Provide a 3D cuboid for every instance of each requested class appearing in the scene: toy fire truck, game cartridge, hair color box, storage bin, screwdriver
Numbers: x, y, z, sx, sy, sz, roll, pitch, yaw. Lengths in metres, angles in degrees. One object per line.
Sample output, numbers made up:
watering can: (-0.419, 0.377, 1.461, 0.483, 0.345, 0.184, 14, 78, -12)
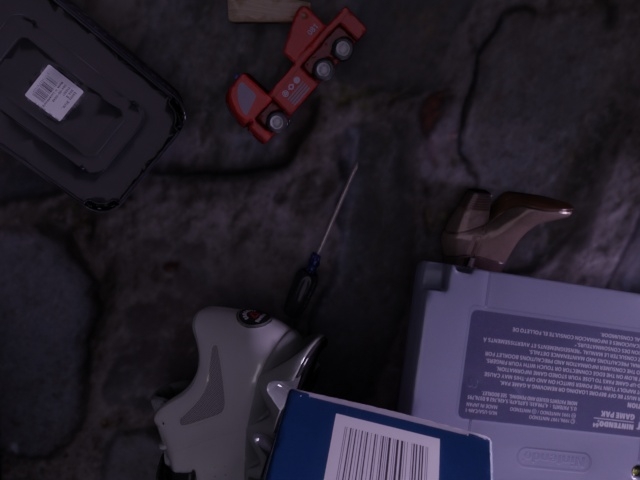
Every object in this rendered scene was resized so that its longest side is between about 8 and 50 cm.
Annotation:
toy fire truck: (-0.034, -0.197, 0.549, 0.135, 0.047, 0.192, 42, 102, -9)
game cartridge: (0.218, 0.135, 0.584, 0.294, 0.060, 0.196, 9, 84, -10)
hair color box: (0.022, 0.296, 0.568, 0.173, 0.105, 0.347, 14, 129, 3)
storage bin: (-0.217, -0.126, 0.527, 0.180, 0.084, 0.122, 39, 97, -23)
screwdriver: (0.000, 0.000, 0.612, 0.025, 0.024, 0.170, 12, 104, -32)

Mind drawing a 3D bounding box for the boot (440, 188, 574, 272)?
boot: (0.177, -0.003, 0.602, 0.118, 0.042, 0.087, 8, 110, 0)

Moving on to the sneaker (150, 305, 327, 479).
sneaker: (-0.108, 0.213, 0.631, 0.146, 0.122, 0.331, 22, 105, 14)
